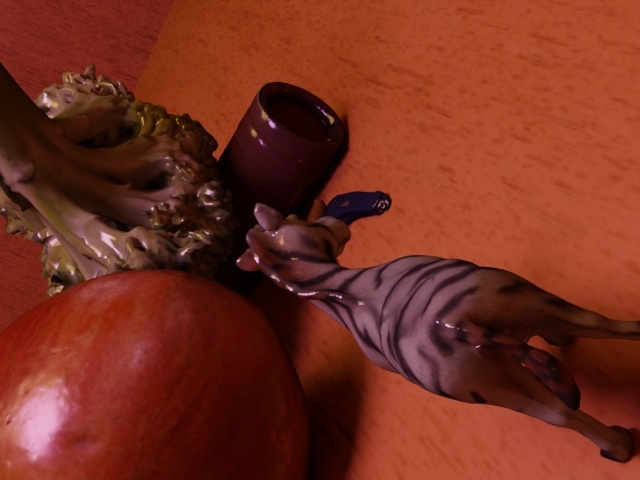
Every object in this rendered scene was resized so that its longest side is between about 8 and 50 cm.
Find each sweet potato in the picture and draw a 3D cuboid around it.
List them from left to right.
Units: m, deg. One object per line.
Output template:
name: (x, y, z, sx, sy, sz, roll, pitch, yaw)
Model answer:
sweet potato: (0.000, 0.000, 1.245, 0.026, 0.026, 0.115, -56, 25, 31)

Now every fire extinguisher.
fire extinguisher: (-0.089, -0.014, 1.421, 0.138, 0.102, 0.344, -36, -17, -55)

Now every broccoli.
broccoli: (-0.270, -0.088, 1.266, 0.353, 0.397, 0.275, -17, 41, 62)

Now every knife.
knife: (0.032, -0.030, 1.197, 0.031, 0.018, 0.121, -64, 17, -12)

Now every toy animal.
toy animal: (0.077, 0.049, 0.742, 0.255, 0.170, 0.090, 14, 87, 54)

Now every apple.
apple: (-0.150, 0.184, 1.046, 0.301, 0.301, 0.301, -55, 22, 34)
